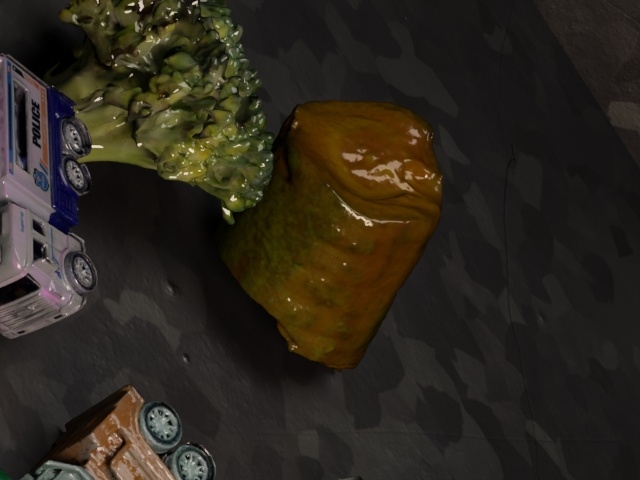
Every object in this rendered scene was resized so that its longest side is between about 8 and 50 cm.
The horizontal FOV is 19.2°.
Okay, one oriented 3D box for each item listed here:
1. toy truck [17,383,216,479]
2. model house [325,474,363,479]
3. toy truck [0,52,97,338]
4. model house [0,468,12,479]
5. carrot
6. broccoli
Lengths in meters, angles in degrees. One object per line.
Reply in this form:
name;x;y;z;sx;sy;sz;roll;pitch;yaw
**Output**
toy truck;-0.161;0.333;1.920;0.338;0.133;0.184;52;41;-6
model house;0.024;0.343;2.235;0.101;0.087;0.100;-127;-155;-78
toy truck;-0.329;-0.046;1.984;0.155;0.124;0.268;41;34;-49
model house;-0.436;0.185;1.597;0.280;0.230;0.249;29;17;-43
carrot;0.000;0.000;2.324;0.241;0.341;0.241;24;27;-13
broccoli;-0.176;-0.185;2.196;0.272;0.324;0.334;-46;130;-40
